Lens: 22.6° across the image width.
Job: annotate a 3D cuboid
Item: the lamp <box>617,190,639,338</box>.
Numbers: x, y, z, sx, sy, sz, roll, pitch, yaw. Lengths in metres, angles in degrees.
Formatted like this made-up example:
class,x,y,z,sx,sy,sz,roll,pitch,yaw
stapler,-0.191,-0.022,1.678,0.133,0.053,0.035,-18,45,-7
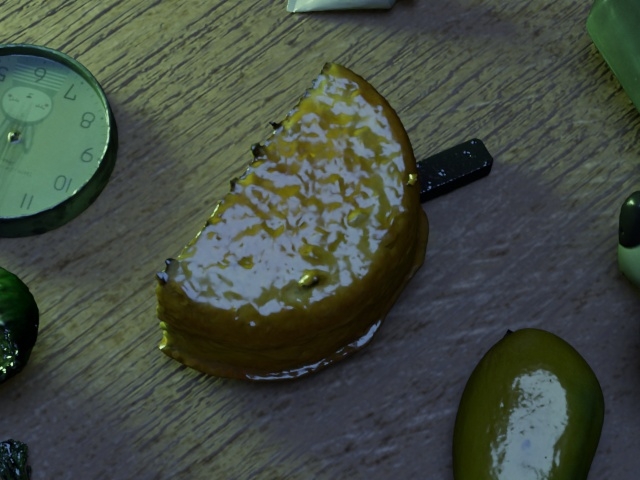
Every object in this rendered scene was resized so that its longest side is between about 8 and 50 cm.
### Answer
class,x,y,z,sx,sy,sz,roll,pitch,yaw
lamp,0.387,0.063,1.547,0.197,0.198,0.244,-20,51,-10

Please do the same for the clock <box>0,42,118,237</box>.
class,x,y,z,sx,sy,sz,roll,pitch,yaw
clock,-0.320,-0.108,1.677,0.215,0.042,0.215,1,66,-1

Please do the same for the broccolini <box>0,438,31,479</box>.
class,x,y,z,sx,sy,sz,roll,pitch,yaw
broccolini,-0.278,0.254,1.530,0.035,0.030,0.140,-7,66,-44

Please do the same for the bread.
class,x,y,z,sx,sy,sz,roll,pitch,yaw
bread,0.000,0.000,1.550,0.179,0.194,0.340,34,74,13

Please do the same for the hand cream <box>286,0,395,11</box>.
class,x,y,z,sx,sy,sz,roll,pitch,yaw
hand cream,0.038,-0.284,1.766,0.142,0.053,0.084,3,64,17

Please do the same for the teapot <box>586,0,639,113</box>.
class,x,y,z,sx,sy,sz,roll,pitch,yaw
teapot,0.394,-0.172,1.669,0.203,0.171,0.225,-1,70,-35

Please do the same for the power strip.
class,x,y,z,sx,sy,sz,roll,pitch,yaw
power strip,0.125,-0.069,1.675,0.111,0.029,0.038,-22,65,-12

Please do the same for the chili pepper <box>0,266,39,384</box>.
class,x,y,z,sx,sy,sz,roll,pitch,yaw
chili pepper,-0.388,0.069,1.568,0.264,0.116,0.148,26,38,15

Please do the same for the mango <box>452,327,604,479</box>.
class,x,y,z,sx,sy,sz,roll,pitch,yaw
mango,0.191,0.197,1.527,0.137,0.091,0.237,16,66,12
